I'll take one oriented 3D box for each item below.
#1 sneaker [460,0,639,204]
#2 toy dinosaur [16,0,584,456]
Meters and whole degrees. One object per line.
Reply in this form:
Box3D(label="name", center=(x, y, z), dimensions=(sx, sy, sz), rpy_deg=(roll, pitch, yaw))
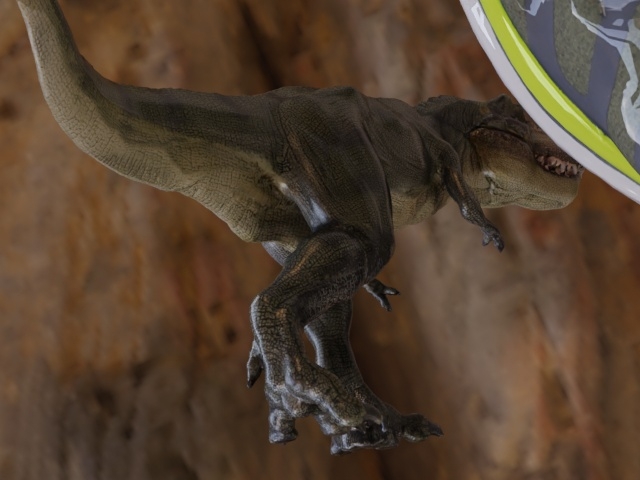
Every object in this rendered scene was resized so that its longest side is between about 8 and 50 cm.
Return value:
Box3D(label="sneaker", center=(0.129, -0.022, 0.388), dimensions=(0.300, 0.111, 0.121), rpy_deg=(53, 174, 8))
Box3D(label="toy dinosaur", center=(0.000, 0.000, 0.510), dimensions=(0.268, 0.064, 0.118), rpy_deg=(8, -109, -57))
